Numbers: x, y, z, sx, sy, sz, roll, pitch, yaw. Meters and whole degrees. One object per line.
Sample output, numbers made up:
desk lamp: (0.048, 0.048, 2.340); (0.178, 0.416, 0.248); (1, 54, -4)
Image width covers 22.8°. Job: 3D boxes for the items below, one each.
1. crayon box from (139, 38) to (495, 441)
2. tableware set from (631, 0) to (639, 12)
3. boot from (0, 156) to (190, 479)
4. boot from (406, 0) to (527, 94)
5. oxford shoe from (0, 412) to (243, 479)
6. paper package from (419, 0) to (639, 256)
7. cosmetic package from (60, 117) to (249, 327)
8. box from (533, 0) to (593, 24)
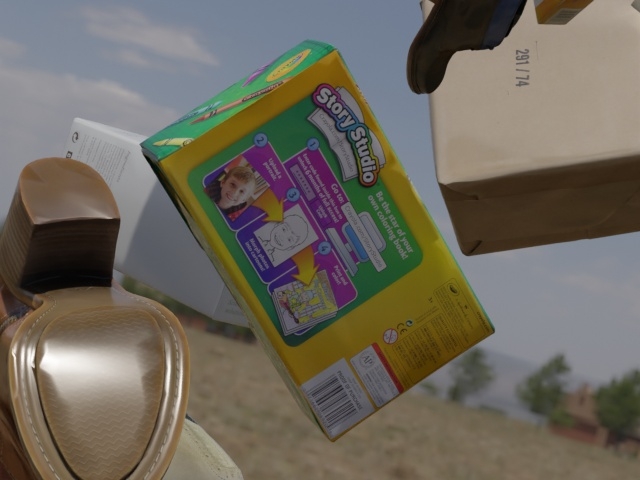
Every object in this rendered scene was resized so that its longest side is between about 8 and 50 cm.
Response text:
crayon box: (0.000, 0.000, 1.274); (0.278, 0.165, 0.081); (60, -9, -17)
tableware set: (0.354, -0.273, 1.568); (0.039, 0.128, 0.194); (33, 16, -24)
boot: (-0.165, 0.113, 1.003); (0.109, 0.220, 0.283); (-4, 43, -23)
boot: (0.167, -0.232, 1.829); (0.106, 0.082, 0.219); (29, -37, 14)
oxford shoe: (-0.207, 0.153, 1.332); (0.146, 0.140, 0.397); (5, 16, -34)
paper package: (0.296, -0.172, 2.037); (0.309, 0.325, 0.168); (-9, -36, 11)
cosmetic package: (-0.136, -0.017, 1.814); (0.197, 0.155, 0.365); (16, 5, -42)
box: (0.171, -0.231, 1.124); (0.028, 0.136, 0.081); (1, -17, -21)
